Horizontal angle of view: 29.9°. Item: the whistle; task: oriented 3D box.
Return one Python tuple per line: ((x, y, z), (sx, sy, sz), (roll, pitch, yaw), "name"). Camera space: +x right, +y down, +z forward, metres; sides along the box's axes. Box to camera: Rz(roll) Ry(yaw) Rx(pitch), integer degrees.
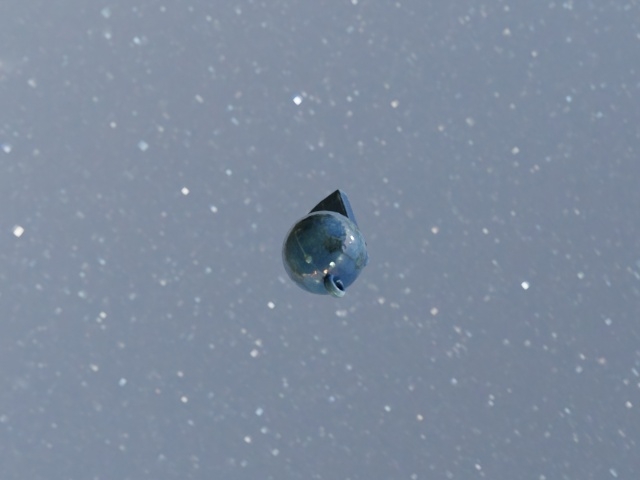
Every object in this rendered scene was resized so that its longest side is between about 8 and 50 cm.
((0.000, 0.000, 1.181), (0.090, 0.090, 0.158), (-33, -137, 14), "whistle")
